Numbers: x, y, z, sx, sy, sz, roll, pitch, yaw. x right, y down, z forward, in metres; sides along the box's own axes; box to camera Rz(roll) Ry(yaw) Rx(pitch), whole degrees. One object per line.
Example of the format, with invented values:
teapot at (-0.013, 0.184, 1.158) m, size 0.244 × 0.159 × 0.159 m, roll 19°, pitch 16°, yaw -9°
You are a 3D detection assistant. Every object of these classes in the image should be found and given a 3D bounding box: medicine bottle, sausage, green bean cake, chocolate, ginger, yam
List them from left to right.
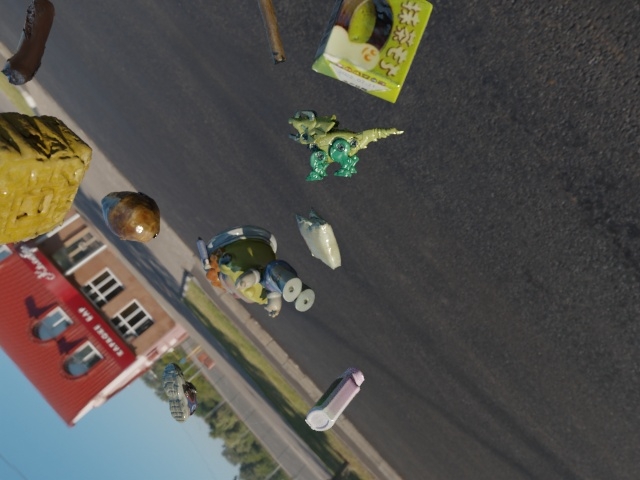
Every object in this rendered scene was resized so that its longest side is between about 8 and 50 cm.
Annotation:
green bean cake at (-0.545, -0.101, 0.833) m, size 0.131 × 0.224 × 0.229 m, roll 38°, pitch 114°, yaw 6°
sausage at (-0.787, -0.550, 1.283) m, size 0.078 × 0.304 × 0.078 m, roll 4°, pitch 159°, yaw 2°
ginger at (-0.631, -0.094, 1.555) m, size 0.321 × 0.165 × 0.172 m, roll 23°, pitch 148°, yaw 57°
yam at (-0.145, -0.624, 1.217) m, size 0.045 × 0.045 × 0.326 m, roll -10°, pitch 98°, yaw 41°
medicine bottle at (0.054, 0.479, 1.444) m, size 0.078 × 0.219 × 0.115 m, roll 46°, pitch 134°, yaw 7°
chocolate at (0.161, -0.612, 1.410) m, size 0.289 × 0.300 × 0.137 m, roll 20°, pitch -175°, yaw -8°

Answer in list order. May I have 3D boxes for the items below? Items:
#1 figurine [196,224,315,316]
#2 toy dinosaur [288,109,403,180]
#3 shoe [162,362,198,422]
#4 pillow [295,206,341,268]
figurine at (-0.140, 0.085, 1.229) m, size 0.382 × 0.205 × 0.224 m, roll 23°, pitch 164°, yaw 38°
toy dinosaur at (0.052, -0.210, 1.046) m, size 0.259 × 0.094 × 0.153 m, roll 6°, pitch 110°, yaw 14°
shoe at (-0.524, 0.577, 1.818) m, size 0.099 × 0.125 × 0.227 m, roll -17°, pitch 84°, yaw 38°
pillow at (0.000, 0.000, 1.439) m, size 0.134 × 0.078 × 0.181 m, roll 35°, pitch 152°, yaw 51°
